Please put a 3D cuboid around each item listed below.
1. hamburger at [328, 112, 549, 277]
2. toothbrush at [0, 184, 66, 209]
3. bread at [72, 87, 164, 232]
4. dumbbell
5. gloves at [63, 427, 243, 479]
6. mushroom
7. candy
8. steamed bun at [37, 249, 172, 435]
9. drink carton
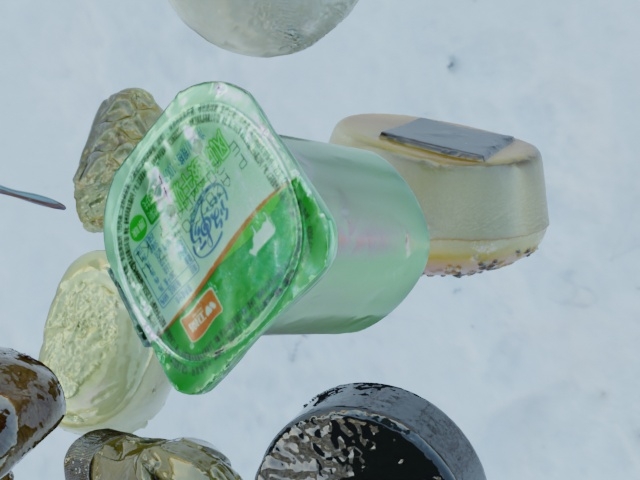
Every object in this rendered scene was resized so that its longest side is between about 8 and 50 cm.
[{"bbox_3d":[0.131,-0.050,1.358,0.300,0.300,0.176,5,105,-9],"label":"hamburger"},{"bbox_3d":[-0.393,-0.066,1.326,0.193,0.019,0.013,18,111,-31],"label":"toothbrush"},{"bbox_3d":[-0.348,-0.151,1.936,0.130,0.268,0.152,34,133,-29],"label":"bread"},{"bbox_3d":[-0.006,0.259,0.854,0.203,0.322,0.204,7,108,23],"label":"dumbbell"},{"bbox_3d":[-0.169,0.296,1.297,0.154,0.331,0.141,50,61,-41],"label":"gloves"},{"bbox_3d":[-0.334,0.173,0.957,0.231,0.194,0.138,-37,82,5],"label":"mushroom"},{"bbox_3d":[-0.063,-0.345,1.217,0.295,0.185,0.296,-2,85,23],"label":"candy"},{"bbox_3d":[-0.278,0.150,1.584,0.166,0.232,0.273,5,72,18],"label":"steamed bun"},{"bbox_3d":[-0.023,-0.004,0.655,0.146,0.142,0.144,-47,62,29],"label":"drink carton"}]
